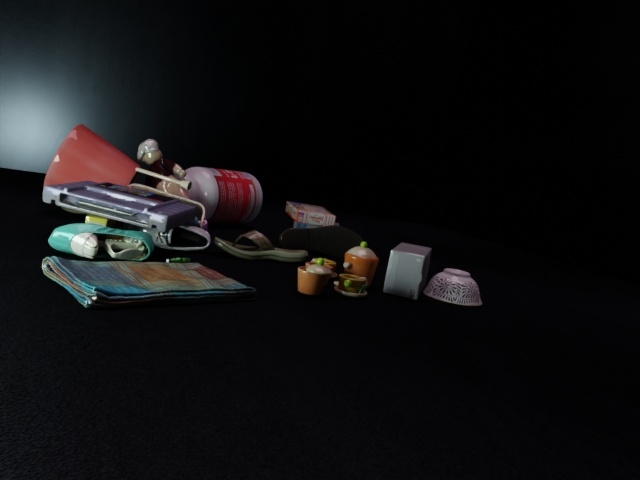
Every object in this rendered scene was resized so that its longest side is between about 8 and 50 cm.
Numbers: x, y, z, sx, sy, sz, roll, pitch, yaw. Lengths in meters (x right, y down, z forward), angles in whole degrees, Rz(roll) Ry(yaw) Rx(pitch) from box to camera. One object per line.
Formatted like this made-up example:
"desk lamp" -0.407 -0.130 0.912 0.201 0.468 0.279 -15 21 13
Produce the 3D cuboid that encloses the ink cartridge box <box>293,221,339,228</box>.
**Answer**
"ink cartridge box" -0.013 -0.025 2.223 0.180 0.104 0.060 7 8 -16

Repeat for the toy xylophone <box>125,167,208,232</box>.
"toy xylophone" -0.491 -0.104 1.822 0.323 0.236 0.081 12 51 14

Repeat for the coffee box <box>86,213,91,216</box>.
"coffee box" -0.718 -0.098 1.869 0.041 0.113 0.184 2 11 -26

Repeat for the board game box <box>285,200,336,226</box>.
"board game box" -0.040 -0.100 2.178 0.147 0.045 0.193 8 11 -16

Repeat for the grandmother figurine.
"grandmother figurine" -0.563 -0.211 2.122 0.208 0.342 0.104 -31 -6 17

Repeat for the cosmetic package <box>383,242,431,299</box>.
"cosmetic package" 0.253 0.082 1.669 0.107 0.127 0.238 12 6 16

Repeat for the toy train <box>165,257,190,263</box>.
"toy train" -0.362 0.055 1.483 0.017 0.023 0.083 14 8 29

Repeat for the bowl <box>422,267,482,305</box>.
"bowl" 0.384 0.126 1.671 0.170 0.080 0.170 9 8 -1

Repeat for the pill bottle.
"pill bottle" -0.443 -0.180 2.378 0.229 0.228 0.408 14 9 33

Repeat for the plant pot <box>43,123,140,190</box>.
"plant pot" -0.782 -0.229 2.038 0.243 0.274 0.275 28 4 -12

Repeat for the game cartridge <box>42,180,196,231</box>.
"game cartridge" -0.553 -0.106 1.649 0.355 0.068 0.230 14 16 6

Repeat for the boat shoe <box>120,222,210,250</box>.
"boat shoe" -0.446 -0.023 1.701 0.258 0.095 0.084 6 4 -17

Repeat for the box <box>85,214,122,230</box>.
"box" -0.603 -0.036 1.643 0.058 0.087 0.232 9 6 -7

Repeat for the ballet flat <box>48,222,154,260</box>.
"ballet flat" -0.530 0.008 1.433 0.248 0.083 0.087 3 23 -27

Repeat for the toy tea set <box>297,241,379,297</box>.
"toy tea set" 0.047 0.064 1.542 0.200 0.124 0.336 11 7 8

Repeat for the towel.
"towel" -0.357 0.081 1.238 0.370 0.040 0.272 3 11 -44

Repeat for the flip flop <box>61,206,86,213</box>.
"flip flop" -0.812 -0.138 2.167 0.277 0.080 0.112 4 9 -37

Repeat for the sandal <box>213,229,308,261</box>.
"sandal" -0.182 0.012 1.798 0.303 0.086 0.120 6 8 -24

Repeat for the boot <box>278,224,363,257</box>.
"boot" 0.000 0.000 2.091 0.306 0.112 0.115 5 -2 -14
